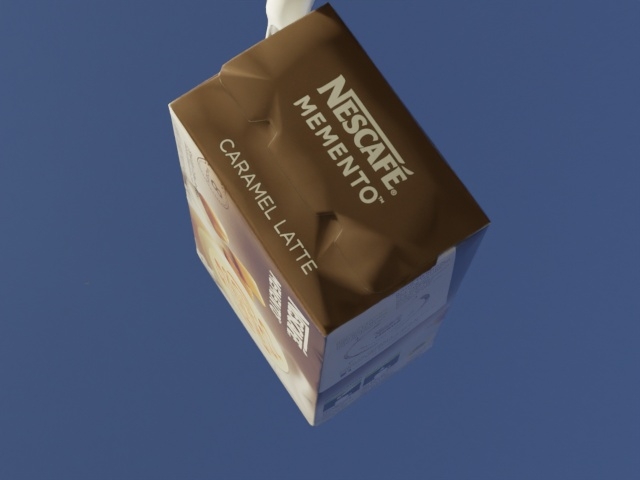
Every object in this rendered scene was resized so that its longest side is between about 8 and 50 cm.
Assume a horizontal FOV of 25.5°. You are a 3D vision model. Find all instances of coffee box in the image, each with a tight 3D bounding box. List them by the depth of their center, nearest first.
[{"bbox_3d":[0.000,0.000,0.772,0.098,0.246,0.141,-33,-102,-11],"label":"coffee box"}]

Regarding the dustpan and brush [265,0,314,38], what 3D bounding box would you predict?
[{"bbox_3d":[0.003,-0.181,0.666,0.147,0.060,0.211,36,-65,25],"label":"dustpan and brush"}]
